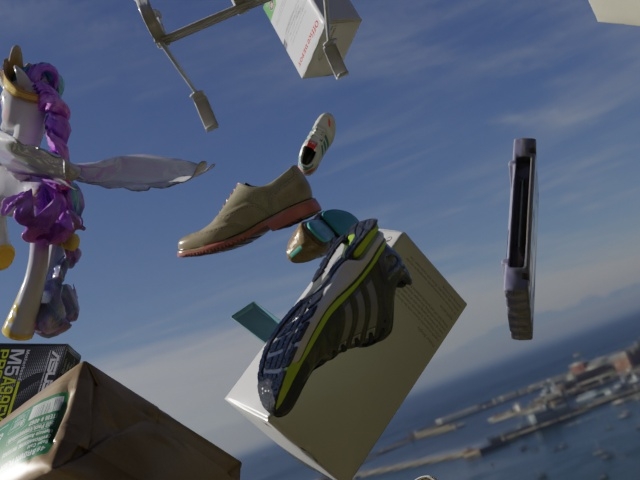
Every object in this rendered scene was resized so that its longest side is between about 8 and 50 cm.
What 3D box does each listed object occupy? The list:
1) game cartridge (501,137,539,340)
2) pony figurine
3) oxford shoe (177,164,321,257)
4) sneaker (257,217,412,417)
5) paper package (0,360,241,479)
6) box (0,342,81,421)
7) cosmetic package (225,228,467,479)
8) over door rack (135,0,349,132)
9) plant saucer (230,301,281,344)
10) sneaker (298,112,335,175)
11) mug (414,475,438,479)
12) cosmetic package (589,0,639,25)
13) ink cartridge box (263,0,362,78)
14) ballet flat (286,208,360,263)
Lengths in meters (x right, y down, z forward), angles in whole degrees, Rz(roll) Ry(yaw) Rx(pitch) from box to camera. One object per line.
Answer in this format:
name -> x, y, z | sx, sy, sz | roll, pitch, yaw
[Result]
game cartridge -> 0.409, 0.000, 1.751 | 0.068, 0.355, 0.230 | 3, -31, 13
pony figurine -> -0.369, -0.060, 1.156 | 0.351, 0.363, 0.303 | 21, 9, 33
oxford shoe -> -0.173, -0.058, 1.899 | 0.348, 0.130, 0.123 | -21, -1, 13
sneaker -> 0.028, 0.112, 1.129 | 0.300, 0.121, 0.111 | -54, 15, -24
paper package -> -0.312, 0.356, 1.110 | 0.325, 0.168, 0.309 | -33, -57, 25
box -> -0.563, 0.314, 1.520 | 0.216, 0.270, 0.060 | -1, -31, 16
cosmetic package -> 0.047, 0.177, 1.380 | 0.365, 0.197, 0.155 | -51, 28, -18
over door rack -> -0.099, -0.287, 1.162 | 0.239, 0.108, 0.324 | -22, -16, 0
plant saucer -> -0.109, 0.193, 1.828 | 0.067, 0.192, 0.018 | -33, -46, -28
sneaker -> -0.008, -0.234, 2.050 | 0.075, 0.057, 0.161 | 66, -131, -84
mug -> 0.179, 0.425, 1.373 | 0.062, 0.078, 0.064 | -24, -47, 13
cosmetic package -> 0.545, -0.391, 1.226 | 0.160, 0.113, 0.309 | -49, 37, -11
ink cartridge box -> -0.021, -0.465, 1.764 | 0.093, 0.219, 0.160 | -12, -28, -29
ballet flat -> 0.000, 0.000, 2.158 | 0.124, 0.116, 0.342 | -44, -6, 20
